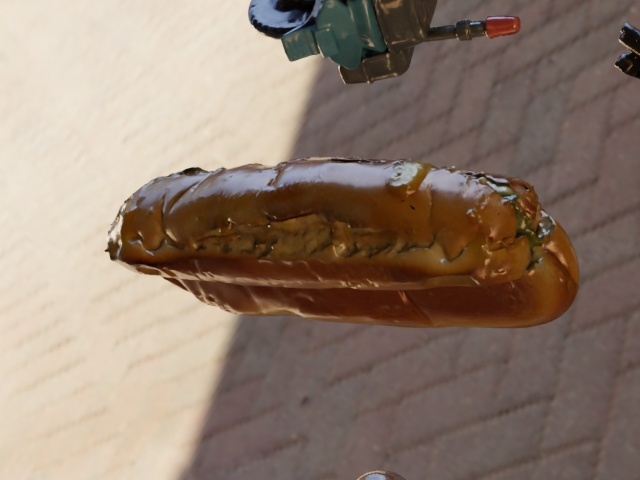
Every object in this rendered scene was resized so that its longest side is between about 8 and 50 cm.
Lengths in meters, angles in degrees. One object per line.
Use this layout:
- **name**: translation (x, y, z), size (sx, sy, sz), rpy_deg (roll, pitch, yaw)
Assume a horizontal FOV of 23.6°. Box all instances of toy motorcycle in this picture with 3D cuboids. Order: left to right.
- **toy motorcycle**: translation (0.055, -0.220, 1.039), size (0.182, 0.123, 0.272), rpy_deg (-3, 46, 22)

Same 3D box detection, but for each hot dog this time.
- **hot dog**: translation (0.000, 0.000, 0.769), size (0.269, 0.115, 0.072), rpy_deg (3, 78, 36)

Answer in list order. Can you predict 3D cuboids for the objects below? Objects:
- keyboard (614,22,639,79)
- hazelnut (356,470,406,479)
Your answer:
- **keyboard**: translation (0.284, -0.019, 0.795), size (0.317, 0.106, 0.027), rpy_deg (44, 110, 34)
- **hazelnut**: translation (0.067, 0.268, 1.525), size (0.086, 0.086, 0.086), rpy_deg (-43, 26, 27)
